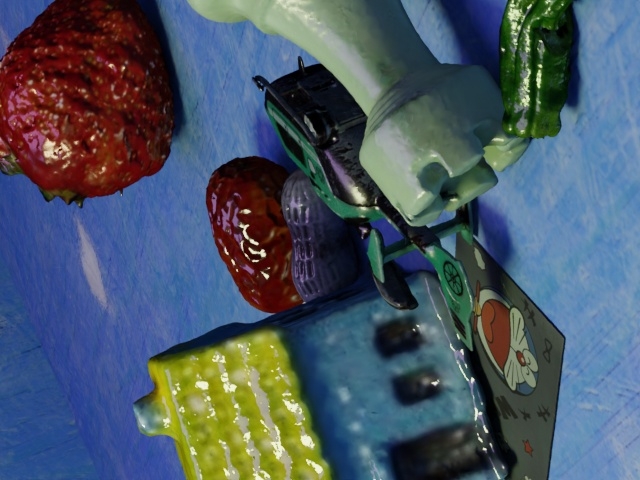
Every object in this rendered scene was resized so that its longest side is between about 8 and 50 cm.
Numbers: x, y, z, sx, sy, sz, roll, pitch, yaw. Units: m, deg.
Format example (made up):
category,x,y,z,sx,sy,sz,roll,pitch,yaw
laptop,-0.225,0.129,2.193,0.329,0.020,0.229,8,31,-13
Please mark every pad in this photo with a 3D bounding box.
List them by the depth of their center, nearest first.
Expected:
category,x,y,z,sx,sy,sz,roll,pitch,yaw
pad,0.162,0.123,1.419,0.170,0.006,0.245,51,152,41

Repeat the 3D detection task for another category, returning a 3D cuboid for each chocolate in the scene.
category,x,y,z,sx,sy,sz,roll,pitch,yaw
chocolate,0.000,0.000,1.621,0.072,0.072,0.167,39,144,55

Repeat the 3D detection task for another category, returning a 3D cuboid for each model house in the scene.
category,x,y,z,sx,sy,sz,roll,pitch,yaw
model house,-0.014,0.173,1.506,0.215,0.303,0.237,177,74,-78

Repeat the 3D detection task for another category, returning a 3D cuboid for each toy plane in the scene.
category,x,y,z,sx,sy,sz,roll,pitch,yaw
toy plane,0.040,-0.058,1.427,0.382,0.106,0.155,48,156,46

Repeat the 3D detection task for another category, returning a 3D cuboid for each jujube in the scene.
category,x,y,z,sx,sy,sz,roll,pitch,yaw
jujube,-0.064,-0.004,1.734,0.112,0.109,0.176,-68,-36,-67

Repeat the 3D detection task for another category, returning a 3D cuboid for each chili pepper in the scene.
category,x,y,z,sx,sy,sz,roll,pitch,yaw
chili pepper,0.161,-0.147,1.097,0.182,0.050,0.073,103,149,-53

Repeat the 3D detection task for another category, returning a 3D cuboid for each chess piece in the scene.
category,x,y,z,sx,sy,sz,roll,pitch,yaw
chess piece,0.033,-0.162,1.247,0.299,0.194,0.194,55,157,14

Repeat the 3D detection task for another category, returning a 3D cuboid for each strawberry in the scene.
category,x,y,z,sx,sy,sz,roll,pitch,yaw
strawberry,-0.294,-0.190,2.001,0.257,0.257,0.277,41,118,53
